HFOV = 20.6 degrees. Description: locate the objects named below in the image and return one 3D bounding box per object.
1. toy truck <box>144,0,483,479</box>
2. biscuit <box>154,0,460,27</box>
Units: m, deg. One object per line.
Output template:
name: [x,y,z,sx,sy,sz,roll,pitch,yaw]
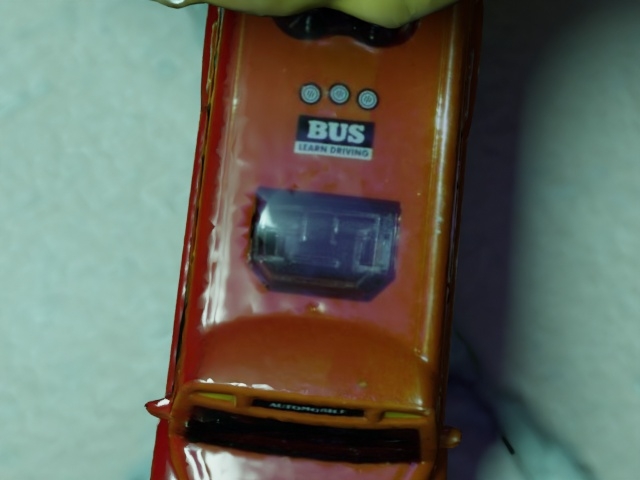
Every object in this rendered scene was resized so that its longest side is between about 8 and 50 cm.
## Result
toy truck: [0.000,0.000,0.622,0.107,0.114,0.253,6,76,-1]
biscuit: [0.001,-0.201,0.608,0.326,0.107,0.326,-1,44,1]
